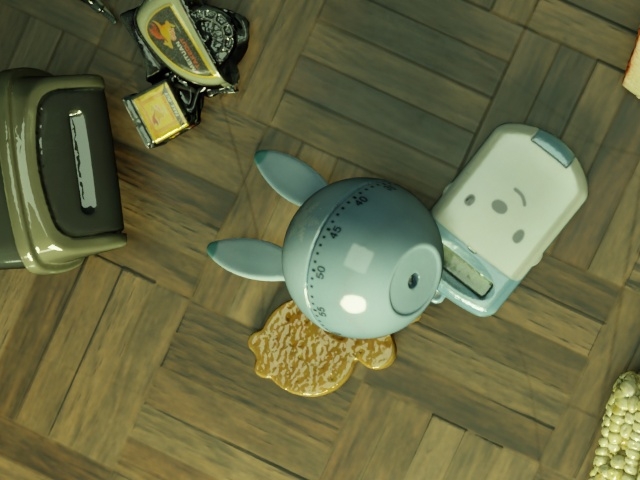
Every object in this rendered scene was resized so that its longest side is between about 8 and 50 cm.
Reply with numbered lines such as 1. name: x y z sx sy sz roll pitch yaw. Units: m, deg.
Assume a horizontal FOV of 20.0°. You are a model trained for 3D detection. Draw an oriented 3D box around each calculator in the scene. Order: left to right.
1. calculator: 0.177 -0.019 1.838 0.121 0.039 0.210 40 97 6

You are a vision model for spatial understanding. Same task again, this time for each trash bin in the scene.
1. trash bin: -0.346 -0.060 1.838 0.290 0.182 0.209 -8 92 13

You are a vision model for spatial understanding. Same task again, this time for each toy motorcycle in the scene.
1. toy motorcycle: -0.175 -0.243 1.851 0.157 0.091 0.263 -29 90 12

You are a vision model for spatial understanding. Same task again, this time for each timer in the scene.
1. timer: 0.019 0.011 1.802 0.175 0.255 0.175 -4 100 -26

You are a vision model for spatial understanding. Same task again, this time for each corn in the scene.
1. corn: 0.306 0.230 1.810 0.087 0.087 0.211 20 98 6

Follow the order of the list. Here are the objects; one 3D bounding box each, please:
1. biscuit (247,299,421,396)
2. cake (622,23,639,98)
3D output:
1. biscuit: 0.019 0.089 1.866 0.133 0.027 0.184 39 94 10
2. cake: 0.411 -0.235 1.740 0.158 0.159 0.262 27 94 9
